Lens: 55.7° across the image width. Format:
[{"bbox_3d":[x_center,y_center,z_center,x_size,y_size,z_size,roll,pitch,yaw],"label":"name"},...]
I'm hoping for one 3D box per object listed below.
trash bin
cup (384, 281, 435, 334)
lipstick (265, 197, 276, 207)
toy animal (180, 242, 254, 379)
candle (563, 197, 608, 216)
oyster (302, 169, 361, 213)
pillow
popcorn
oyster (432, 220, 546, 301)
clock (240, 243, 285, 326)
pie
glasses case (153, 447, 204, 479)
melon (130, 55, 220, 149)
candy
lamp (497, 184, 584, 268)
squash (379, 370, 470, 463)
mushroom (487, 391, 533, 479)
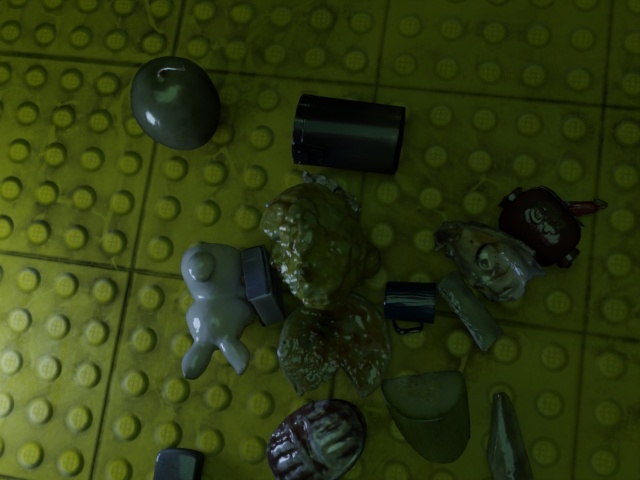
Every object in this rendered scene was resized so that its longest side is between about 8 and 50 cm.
[{"bbox_3d":[0.084,-0.301,1.747,0.302,0.202,0.252,8,46,7],"label":"trash bin"},{"bbox_3d":[0.248,0.188,1.691,0.138,0.113,0.150,3,79,9],"label":"cup"},{"bbox_3d":[-0.091,-0.040,1.801,0.063,0.057,0.186,-32,81,1],"label":"lipstick"},{"bbox_3d":[-0.298,0.196,1.692,0.196,0.241,0.367,-8,80,8],"label":"toy animal"},{"bbox_3d":[0.730,-0.092,1.717,0.162,0.048,0.053,-4,110,8],"label":"candle"},{"bbox_3d":[0.038,-0.136,1.810,0.106,0.061,0.199,-27,81,-16],"label":"oyster"},{"bbox_3d":[0.413,0.191,1.674,0.229,0.128,0.051,55,132,12],"label":"pillow"},{"bbox_3d":[0.004,-0.001,1.645,0.292,0.294,0.334,-28,97,-19],"label":"popcorn"},{"bbox_3d":[0.469,0.045,1.676,0.275,0.100,0.270,-22,84,35],"label":"oyster"},{"bbox_3d":[-0.161,0.124,1.703,0.073,0.144,0.193,-16,49,3],"label":"clock"},{"bbox_3d":[0.039,0.283,1.687,0.338,0.075,0.337,3,70,-8],"label":"pie"},{"bbox_3d":[-0.411,0.752,1.700,0.131,0.074,0.322,4,81,9],"label":"glasses case"},{"bbox_3d":[-0.420,-0.396,1.770,0.272,0.308,0.271,-13,46,14],"label":"melon"},{"bbox_3d":[-0.010,0.552,1.642,0.290,0.157,0.214,-36,74,0],"label":"candy"},{"bbox_3d":[0.605,-0.036,1.653,0.180,0.180,0.258,-42,78,-1],"label":"lamp"},{"bbox_3d":[0.299,0.494,1.685,0.237,0.155,0.204,-10,43,7],"label":"squash"},{"bbox_3d":[0.501,0.580,1.613,0.107,0.087,0.332,-14,76,0],"label":"mushroom"}]
